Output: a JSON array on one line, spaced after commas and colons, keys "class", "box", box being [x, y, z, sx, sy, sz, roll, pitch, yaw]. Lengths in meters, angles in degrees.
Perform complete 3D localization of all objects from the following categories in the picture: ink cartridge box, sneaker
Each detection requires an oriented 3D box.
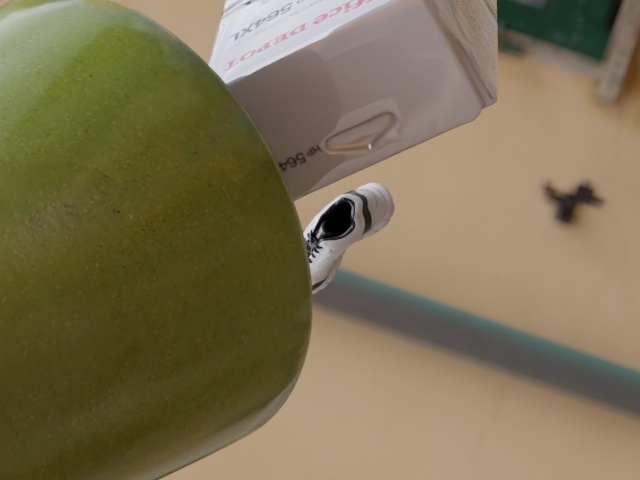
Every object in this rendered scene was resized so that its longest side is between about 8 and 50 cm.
[{"class": "ink cartridge box", "box": [0.021, -0.127, 1.151, 0.148, 0.086, 0.203, -25, 26, 18]}, {"class": "sneaker", "box": [0.000, 0.000, 1.315, 0.109, 0.040, 0.044, -47, -20, 28]}]

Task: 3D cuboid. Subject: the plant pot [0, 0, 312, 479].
[{"class": "plant pot", "box": [-0.200, 0.050, 0.993, 0.293, 0.275, 0.275, -33, -29, -43]}]
